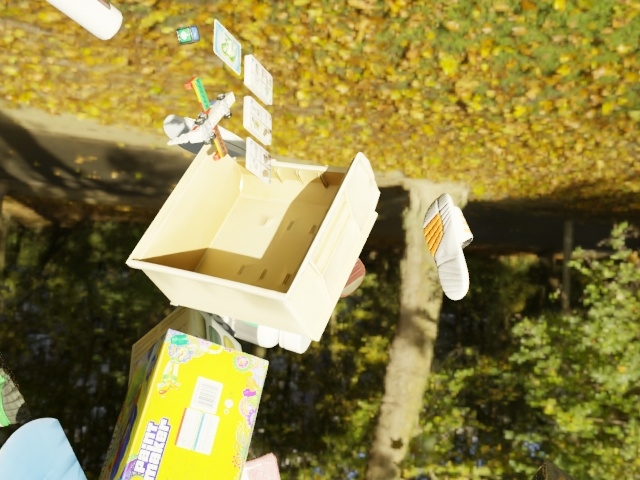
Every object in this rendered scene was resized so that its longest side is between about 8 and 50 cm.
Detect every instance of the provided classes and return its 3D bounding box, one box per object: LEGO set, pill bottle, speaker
[{"bbox_3d":[-0.137,-0.194,0.993,0.060,0.183,0.244,-5,166,20],"label":"LEGO set"},{"bbox_3d":[-0.193,0.179,2.006,0.361,0.204,0.204,16,180,14],"label":"pill bottle"},{"bbox_3d":[-0.358,-0.353,1.055,0.055,0.055,0.136,1,164,30],"label":"speaker"}]

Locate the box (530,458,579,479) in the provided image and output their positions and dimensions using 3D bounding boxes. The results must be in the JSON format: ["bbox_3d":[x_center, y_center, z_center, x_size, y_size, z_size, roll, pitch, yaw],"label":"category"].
[{"bbox_3d":[0.416,0.562,1.287,0.184,0.261,0.103,31,-166,7],"label":"box"}]

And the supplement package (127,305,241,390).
[{"bbox_3d":[-0.313,0.313,1.697,0.199,0.198,0.263,47,-174,-24],"label":"supplement package"}]

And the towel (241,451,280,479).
[{"bbox_3d":[-0.223,0.567,1.394,0.329,0.237,0.037,-15,-161,-16],"label":"towel"}]

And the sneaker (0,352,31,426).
[{"bbox_3d":[-0.511,0.190,0.984,0.146,0.134,0.344,-26,147,-24],"label":"sneaker"}]

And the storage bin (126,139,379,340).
[{"bbox_3d":[-0.082,-0.018,1.014,0.262,0.260,0.123,9,148,30],"label":"storage bin"}]

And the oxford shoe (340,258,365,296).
[{"bbox_3d":[0.000,0.000,1.615,0.130,0.123,0.348,42,162,34],"label":"oxford shoe"}]

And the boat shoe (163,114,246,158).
[{"bbox_3d":[-0.311,-0.285,1.989,0.258,0.084,0.095,29,135,-22],"label":"boat shoe"}]

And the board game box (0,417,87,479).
[{"bbox_3d":[-0.394,0.332,0.981,0.033,0.169,0.133,-8,-159,27],"label":"board game box"}]

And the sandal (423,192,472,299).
[{"bbox_3d":[0.304,0.019,1.637,0.076,0.265,0.102,12,145,-31],"label":"sandal"}]

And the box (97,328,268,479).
[{"bbox_3d":[-0.243,0.337,1.191,0.177,0.290,0.279,21,152,-16],"label":"box"}]
